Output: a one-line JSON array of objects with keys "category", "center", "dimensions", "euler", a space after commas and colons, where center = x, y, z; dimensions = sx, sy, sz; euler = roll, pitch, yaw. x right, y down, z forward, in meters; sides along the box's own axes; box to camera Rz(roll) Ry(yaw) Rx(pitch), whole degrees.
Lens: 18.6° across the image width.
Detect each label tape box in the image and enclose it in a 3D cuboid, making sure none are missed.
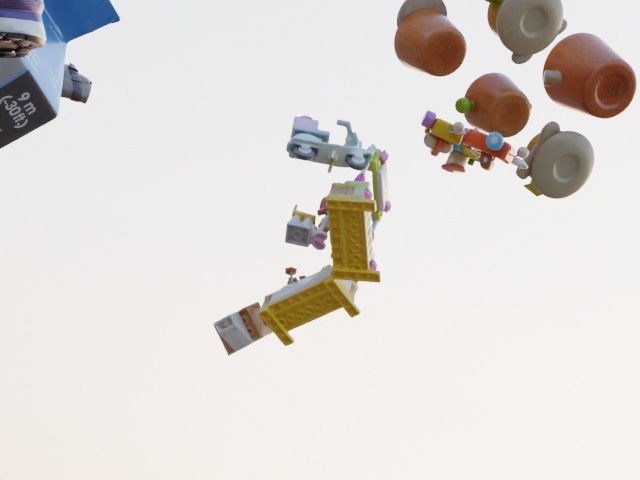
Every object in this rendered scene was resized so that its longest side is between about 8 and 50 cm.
[{"category": "label tape box", "center": [-0.402, -0.212, 2.146], "dimensions": [0.115, 0.348, 0.249], "euler": [62, -1, 39]}]

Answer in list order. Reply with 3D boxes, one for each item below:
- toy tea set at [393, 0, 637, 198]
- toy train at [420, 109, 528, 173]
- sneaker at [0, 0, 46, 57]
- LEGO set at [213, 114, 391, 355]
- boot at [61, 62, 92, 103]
[{"category": "toy tea set", "center": [0.225, -0.207, 2.317], "dimensions": [0.336, 0.200, 0.124], "euler": [38, 3, -33]}, {"category": "toy train", "center": [0.167, -0.092, 2.115], "dimensions": [0.125, 0.046, 0.166], "euler": [23, -2, 15]}, {"category": "sneaker", "center": [-0.314, -0.240, 1.849], "dimensions": [0.107, 0.124, 0.283], "euler": [3, 0, -24]}, {"category": "LEGO set", "center": [0.000, 0.000, 1.880], "dimensions": [0.132, 0.107, 0.287], "euler": [22, -51, -1]}, {"category": "boot", "center": [-0.337, -0.197, 2.499], "dimensions": [0.087, 0.118, 0.042], "euler": [23, -60, -6]}]
